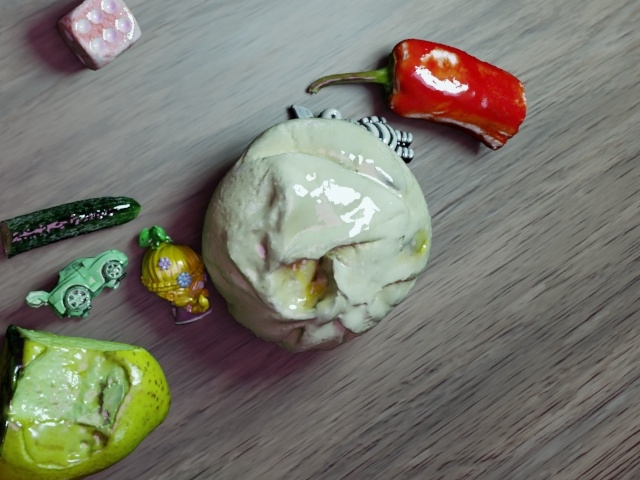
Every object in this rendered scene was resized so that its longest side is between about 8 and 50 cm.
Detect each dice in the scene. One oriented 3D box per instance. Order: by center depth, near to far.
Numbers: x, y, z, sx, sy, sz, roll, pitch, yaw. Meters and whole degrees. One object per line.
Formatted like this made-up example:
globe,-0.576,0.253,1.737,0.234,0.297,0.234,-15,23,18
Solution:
dice,-0.325,-0.310,1.771,0.093,0.091,0.094,-42,105,-14

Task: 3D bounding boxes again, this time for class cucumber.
cucumber,-0.369,-0.028,1.796,0.214,0.052,0.058,-16,119,-19

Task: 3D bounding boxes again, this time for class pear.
pear,-0.353,0.262,1.764,0.255,0.164,0.238,12,87,-22

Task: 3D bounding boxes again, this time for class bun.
bun,0.000,0.000,1.813,0.365,0.219,0.365,-5,109,-14

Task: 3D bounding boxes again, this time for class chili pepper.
chili pepper,0.167,-0.257,1.940,0.338,0.131,0.135,17,78,-19

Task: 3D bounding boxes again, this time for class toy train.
toy train,-0.356,0.065,1.788,0.081,0.099,0.149,45,75,-2

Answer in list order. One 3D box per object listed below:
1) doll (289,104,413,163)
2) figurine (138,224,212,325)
doll,0.049,-0.165,1.934,0.219,0.067,0.091,7,67,-20
figurine,-0.216,0.049,1.826,0.094,0.115,0.156,-25,100,-28
